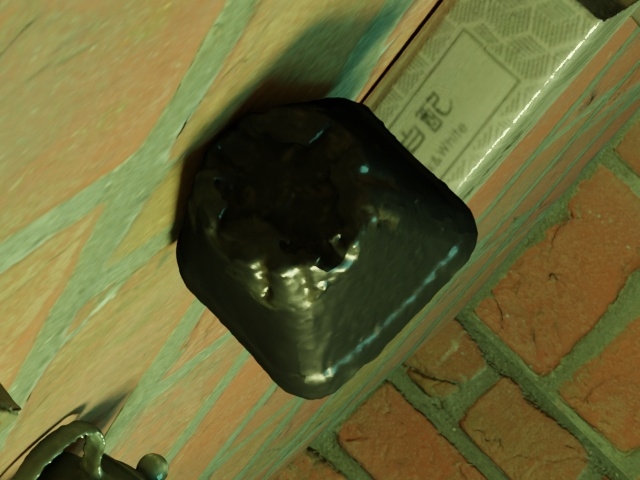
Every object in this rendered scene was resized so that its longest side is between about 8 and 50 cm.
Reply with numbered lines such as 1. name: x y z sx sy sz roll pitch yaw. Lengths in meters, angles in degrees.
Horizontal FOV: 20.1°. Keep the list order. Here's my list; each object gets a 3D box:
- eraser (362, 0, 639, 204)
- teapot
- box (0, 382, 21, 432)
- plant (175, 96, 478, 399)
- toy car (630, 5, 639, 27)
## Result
1. eraser: 0.068 -0.060 1.285 0.098 0.096 0.404 -35 167 -51
2. teapot: -0.169 0.220 1.384 0.149 0.162 0.239 -51 144 -17
3. box: -0.210 0.078 0.622 0.168 0.095 0.212 -43 172 -4
4. plant: 0.000 0.000 1.100 0.164 0.142 0.256 -46 168 0
5. toy car: 0.369 -0.238 1.406 0.336 0.242 0.226 -45 175 -11
